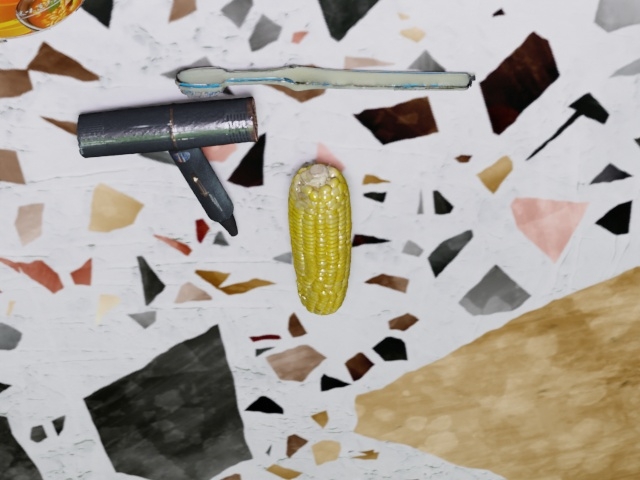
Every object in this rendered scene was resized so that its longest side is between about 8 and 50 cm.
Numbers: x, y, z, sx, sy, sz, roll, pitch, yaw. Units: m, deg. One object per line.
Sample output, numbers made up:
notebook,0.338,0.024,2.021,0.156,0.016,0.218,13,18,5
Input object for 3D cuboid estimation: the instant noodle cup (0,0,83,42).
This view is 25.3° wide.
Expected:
instant noodle cup,-0.259,-0.271,1.117,0.213,0.213,0.174,0,142,-9

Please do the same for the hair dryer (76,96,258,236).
hair dryer,-0.140,-0.063,1.430,0.173,0.050,0.195,-3,141,4

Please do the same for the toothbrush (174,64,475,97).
toothbrush,0.007,-0.155,1.380,0.294,0.026,0.028,-3,152,-7

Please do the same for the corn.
corn,0.000,0.000,1.497,0.067,0.067,0.206,-6,136,-5
